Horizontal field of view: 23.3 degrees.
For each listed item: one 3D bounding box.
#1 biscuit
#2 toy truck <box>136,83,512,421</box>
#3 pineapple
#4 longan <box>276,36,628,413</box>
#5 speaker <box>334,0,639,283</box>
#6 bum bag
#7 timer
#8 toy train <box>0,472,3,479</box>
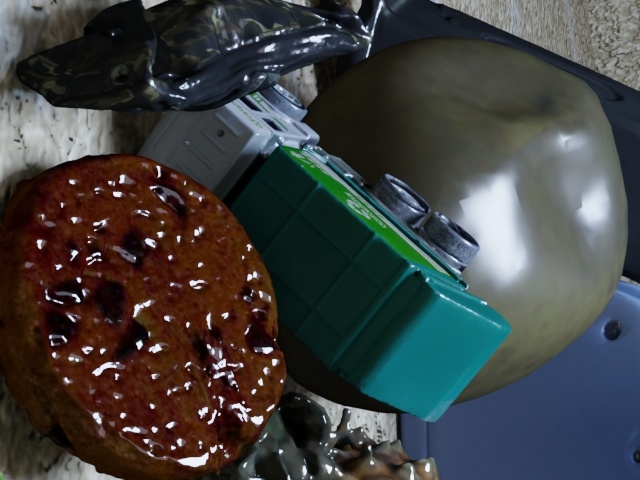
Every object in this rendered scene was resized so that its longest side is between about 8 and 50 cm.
[{"bbox_3d":[-0.098,0.041,0.836,0.192,0.049,0.192,26,47,-31],"label":"biscuit"},{"bbox_3d":[0.000,0.000,0.959,0.253,0.114,0.124,42,12,16],"label":"toy truck"},{"bbox_3d":[-0.006,0.168,1.012,0.361,0.175,0.175,52,32,-28],"label":"pineapple"},{"bbox_3d":[0.086,-0.012,1.173,0.350,0.288,0.288,-36,116,-57],"label":"longan"},{"bbox_3d":[0.183,-0.132,1.388,0.180,0.388,0.184,-59,174,-63],"label":"speaker"},{"bbox_3d":[-0.072,-0.111,0.904,0.248,0.102,0.069,-22,106,-55],"label":"bum bag"},{"bbox_3d":[0.256,0.220,1.369,0.173,0.395,0.395,25,56,-44],"label":"timer"},{"bbox_3d":[-0.193,0.125,0.621,0.209,0.042,0.044,-1,83,-72],"label":"toy train"}]
